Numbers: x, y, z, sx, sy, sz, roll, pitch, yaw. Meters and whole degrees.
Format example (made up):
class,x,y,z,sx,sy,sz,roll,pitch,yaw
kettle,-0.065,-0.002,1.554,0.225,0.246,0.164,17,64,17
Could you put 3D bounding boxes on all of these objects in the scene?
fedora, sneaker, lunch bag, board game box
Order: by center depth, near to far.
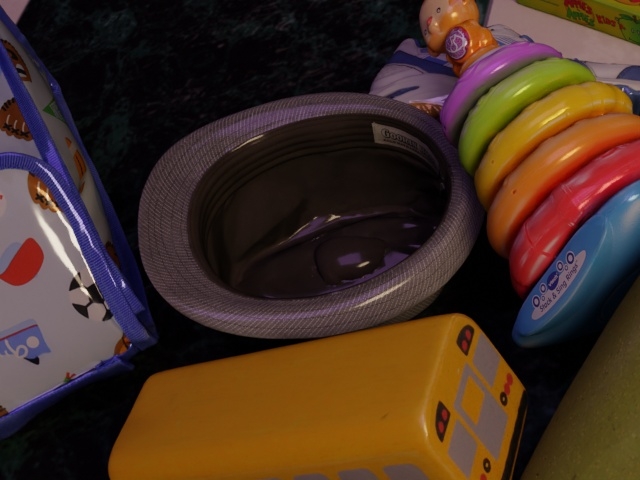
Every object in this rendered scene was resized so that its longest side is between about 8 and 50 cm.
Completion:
class,x,y,z,sx,sy,sz,roll,pitch,yaw
fedora,0.000,0.000,0.950,0.275,0.124,0.244,-16,52,1
sneaker,0.177,-0.138,0.996,0.296,0.112,0.131,3,55,25
lunch bag,-0.353,0.006,1.037,0.327,0.239,0.386,-27,64,0
board game box,0.278,-0.242,1.080,0.181,0.043,0.092,30,69,38

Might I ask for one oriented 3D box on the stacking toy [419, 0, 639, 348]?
class,x,y,z,sx,sy,sz,roll,pitch,yaw
stacking toy,0.156,-0.085,0.853,0.165,0.175,0.302,-12,57,-33

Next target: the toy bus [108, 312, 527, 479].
class,x,y,z,sx,sy,sz,roll,pitch,yaw
toy bus,-0.026,0.148,0.787,0.332,0.130,0.108,-15,38,36

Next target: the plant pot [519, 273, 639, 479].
class,x,y,z,sx,sy,sz,roll,pitch,yaw
plant pot,0.246,0.138,0.675,0.293,0.275,0.275,-46,48,6
